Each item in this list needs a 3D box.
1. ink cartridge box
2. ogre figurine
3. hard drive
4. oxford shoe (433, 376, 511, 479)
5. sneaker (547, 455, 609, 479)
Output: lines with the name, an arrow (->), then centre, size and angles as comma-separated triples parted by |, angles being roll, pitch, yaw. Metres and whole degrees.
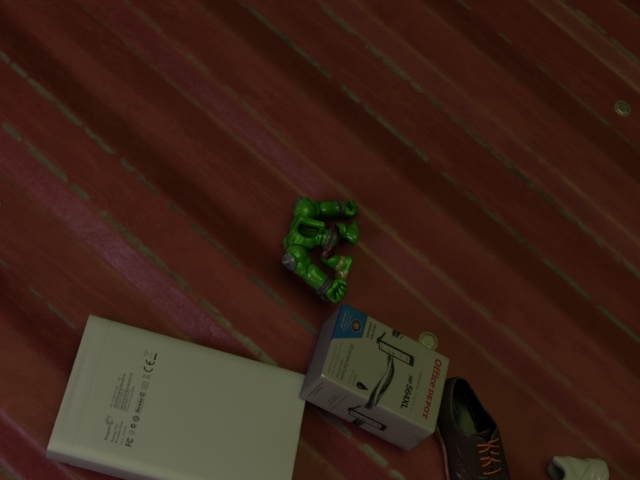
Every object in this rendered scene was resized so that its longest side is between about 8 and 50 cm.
ink cartridge box -> 0.088, 0.213, 1.836 | 0.203, 0.086, 0.148 | 27, 50, -12
ogre figurine -> 0.000, 0.000, 1.933 | 0.118, 0.097, 0.197 | 24, 72, -18
hard drive -> -0.205, 0.261, 1.759 | 0.353, 0.047, 0.233 | 16, 52, -8
oxford shoe -> 0.246, 0.343, 1.840 | 0.096, 0.098, 0.271 | -18, 72, -23
sneaker -> 0.385, 0.445, 1.851 | 0.115, 0.090, 0.232 | 13, 54, -3
